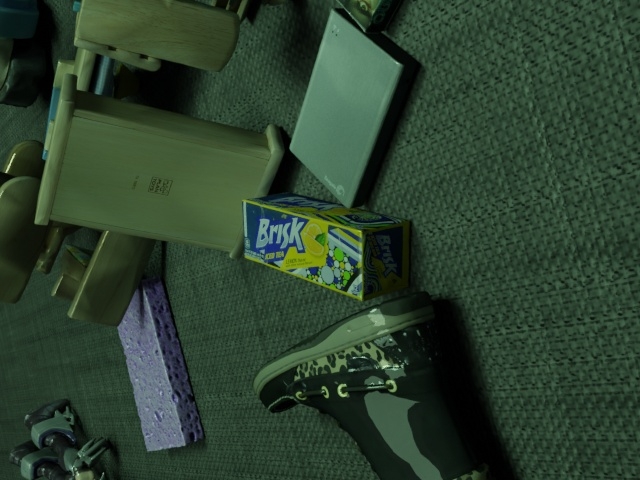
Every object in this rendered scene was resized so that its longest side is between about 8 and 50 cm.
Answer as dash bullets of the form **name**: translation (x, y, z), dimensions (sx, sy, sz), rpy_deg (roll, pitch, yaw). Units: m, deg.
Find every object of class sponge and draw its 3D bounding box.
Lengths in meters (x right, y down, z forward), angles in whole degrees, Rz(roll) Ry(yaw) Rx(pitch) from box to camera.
- **sponge**: translation (-0.212, 0.159, 1.045), dimensions (0.117, 0.031, 0.210), rpy_deg (-24, 80, 52)

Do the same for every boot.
- **boot**: translation (0.038, 0.159, 0.675), dimensions (0.236, 0.085, 0.179), rpy_deg (-38, 71, 50)

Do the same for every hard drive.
- **hard drive**: translation (0.023, -0.107, 0.674), dimensions (0.094, 0.022, 0.135), rpy_deg (48, 134, 34)

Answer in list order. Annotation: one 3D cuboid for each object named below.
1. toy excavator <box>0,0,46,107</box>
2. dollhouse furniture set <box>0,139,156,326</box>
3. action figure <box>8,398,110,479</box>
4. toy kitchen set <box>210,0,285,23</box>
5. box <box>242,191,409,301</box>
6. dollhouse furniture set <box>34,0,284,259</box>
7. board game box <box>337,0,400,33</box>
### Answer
- **toy excavator**: translation (-0.533, -0.472, 1.193), dimensions (0.433, 0.222, 0.445), rpy_deg (39, 114, 41)
- **dollhouse furniture set**: translation (-0.428, -0.114, 0.998), dimensions (0.362, 0.394, 0.257), rpy_deg (30, 97, 48)
- **action figure**: translation (-0.376, 0.368, 1.269), dimensions (0.285, 0.099, 0.185), rpy_deg (32, 116, 40)
- **toy kitchen set**: translation (-0.067, -0.212, 0.733), dimensions (0.068, 0.083, 0.075), rpy_deg (28, 133, -4)
- **box**: translation (0.000, 0.000, 0.706), dimensions (0.169, 0.054, 0.059), rpy_deg (16, 112, 49)
- **dollhouse furniture set**: translation (-0.155, -0.180, 0.825), dimensions (0.303, 0.198, 0.286), rpy_deg (-105, 33, -47)
- **board game box**: translation (0.017, -0.267, 0.636), dimensions (0.186, 0.026, 0.126), rpy_deg (54, 136, 29)
